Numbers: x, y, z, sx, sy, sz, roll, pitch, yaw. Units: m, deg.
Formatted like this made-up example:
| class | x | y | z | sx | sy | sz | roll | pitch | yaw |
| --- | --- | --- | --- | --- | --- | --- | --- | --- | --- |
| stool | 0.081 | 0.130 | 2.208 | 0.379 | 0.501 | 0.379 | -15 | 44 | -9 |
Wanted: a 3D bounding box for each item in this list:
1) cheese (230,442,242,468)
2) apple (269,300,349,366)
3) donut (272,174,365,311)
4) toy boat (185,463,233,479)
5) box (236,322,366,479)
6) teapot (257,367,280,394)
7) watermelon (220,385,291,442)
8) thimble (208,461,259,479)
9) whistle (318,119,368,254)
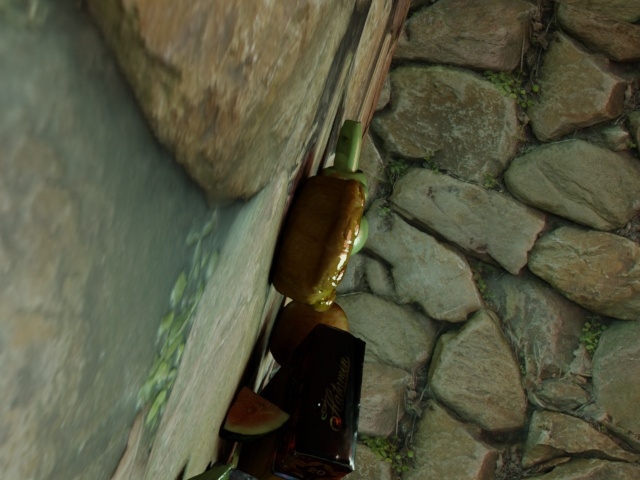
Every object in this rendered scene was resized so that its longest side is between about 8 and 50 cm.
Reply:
| class | x | y | z | sx | sy | sz | roll | pitch | yaw |
| --- | --- | --- | --- | --- | --- | --- | --- | --- | --- |
| cheese | -0.178 | 0.501 | 1.348 | 0.041 | 0.060 | 0.084 | 103 | 13 | -67 |
| apple | -0.024 | 0.226 | 1.332 | 0.160 | 0.173 | 0.195 | -71 | 174 | -54 |
| donut | 0.000 | 0.000 | 0.966 | 0.226 | 0.114 | 0.226 | 18 | 90 | -87 |
| toy boat | -0.169 | 0.352 | 0.620 | 0.293 | 0.055 | 0.093 | -63 | 170 | -66 |
| box | -0.053 | 0.379 | 1.161 | 0.415 | 0.116 | 0.264 | 125 | -17 | -44 |
| teapot | -0.116 | 0.450 | 1.491 | 0.294 | 0.130 | 0.193 | -71 | 178 | -46 |
| watermelon | -0.133 | 0.303 | 1.015 | 0.135 | 0.125 | 0.094 | -19 | -100 | 58 |
| thimble | -0.161 | 0.451 | 0.943 | 0.150 | 0.098 | 0.150 | 18 | 90 | -86 |
| whistle | 0.028 | -0.086 | 1.155 | 0.141 | 0.141 | 0.294 | -65 | 154 | -64 |
